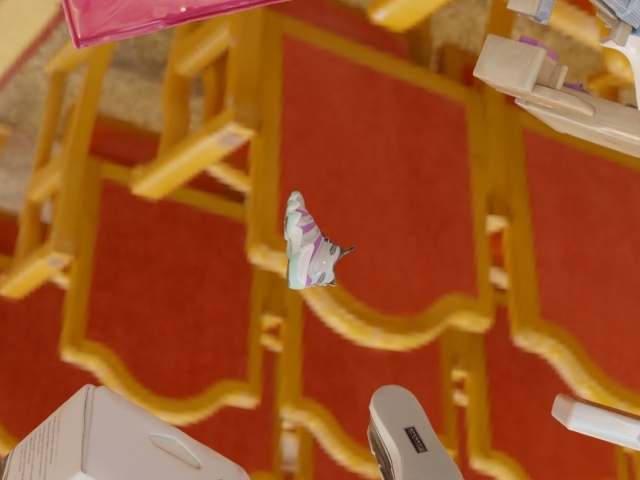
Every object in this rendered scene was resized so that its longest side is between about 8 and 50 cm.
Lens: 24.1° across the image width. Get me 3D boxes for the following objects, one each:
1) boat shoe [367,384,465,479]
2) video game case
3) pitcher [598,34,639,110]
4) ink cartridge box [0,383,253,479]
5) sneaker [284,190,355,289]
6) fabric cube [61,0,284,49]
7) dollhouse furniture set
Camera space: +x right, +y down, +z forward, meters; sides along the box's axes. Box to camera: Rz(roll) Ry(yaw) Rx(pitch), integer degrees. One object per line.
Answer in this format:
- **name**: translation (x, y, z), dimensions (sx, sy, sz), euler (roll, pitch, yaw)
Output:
- **boat shoe**: translation (0.109, 0.267, 1.712), dimensions (0.077, 0.219, 0.070), euler (-3, 134, -18)
- **video game case**: translation (0.250, 0.141, 1.036), dimensions (0.173, 0.022, 0.190), euler (17, 177, 7)
- **pitcher**: translation (0.463, -0.196, 1.839), dimensions (0.177, 0.207, 0.125), euler (-30, -173, -5)
- **ink cartridge box**: translation (-0.248, 0.320, 1.541), dimensions (0.223, 0.129, 0.307), euler (35, 118, -28)
- **sneaker**: translation (0.000, 0.000, 1.470), dimensions (0.069, 0.098, 0.038), euler (0, 168, -8)
- **fabric cube**: translation (-0.159, -0.383, 1.463), dimensions (0.259, 0.258, 0.254), euler (-14, 155, -9)
- **dollhouse furniture set**: translation (0.355, -0.256, 1.619), dimensions (0.198, 0.303, 0.286), euler (22, -179, 30)
